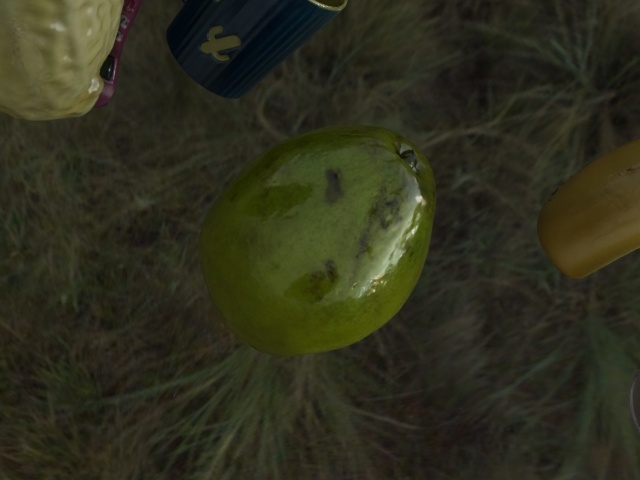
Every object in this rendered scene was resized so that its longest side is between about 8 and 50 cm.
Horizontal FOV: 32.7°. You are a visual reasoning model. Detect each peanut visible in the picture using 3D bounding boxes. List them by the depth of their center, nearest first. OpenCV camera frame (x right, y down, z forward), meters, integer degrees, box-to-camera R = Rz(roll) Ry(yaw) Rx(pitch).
[{"bbox_3d":[-0.227,-0.208,0.842,0.152,0.313,0.152,3,59,-5],"label":"peanut"}]

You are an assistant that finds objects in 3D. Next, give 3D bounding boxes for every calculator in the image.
[{"bbox_3d":[-0.231,-0.237,1.136,0.034,0.126,0.191,20,91,19],"label":"calculator"}]

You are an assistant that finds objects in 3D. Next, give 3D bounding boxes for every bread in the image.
[{"bbox_3d":[0.342,-0.049,1.237,0.098,0.217,0.147,46,30,-17],"label":"bread"}]

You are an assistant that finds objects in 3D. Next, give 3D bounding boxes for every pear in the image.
[{"bbox_3d":[0.000,0.000,1.049,0.212,0.269,0.212,29,34,-21],"label":"pear"}]

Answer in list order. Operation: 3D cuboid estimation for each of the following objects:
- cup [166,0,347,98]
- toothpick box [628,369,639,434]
[{"bbox_3d":[-0.083,-0.250,1.117,0.176,0.155,0.131,52,30,10],"label":"cup"},{"bbox_3d":[0.424,0.170,1.181,0.148,0.098,0.099,-9,79,-24],"label":"toothpick box"}]
